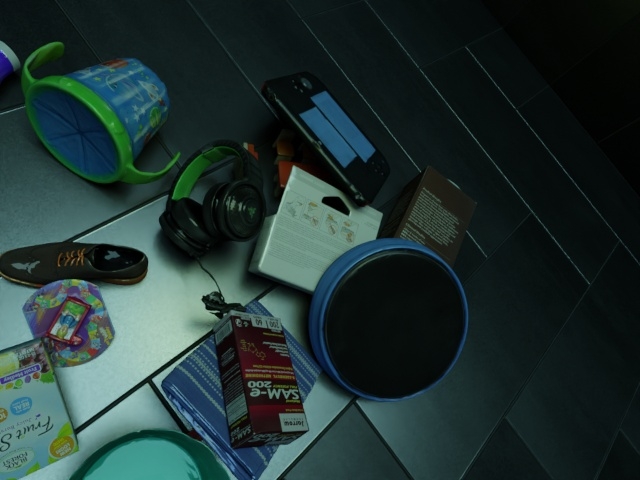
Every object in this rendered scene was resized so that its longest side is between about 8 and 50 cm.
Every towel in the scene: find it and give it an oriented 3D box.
[{"bbox_3d":[-0.140,0.282,0.895,0.243,0.040,0.336,47,29,1],"label":"towel"}]

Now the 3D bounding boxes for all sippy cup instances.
[{"bbox_3d":[-0.460,-0.281,0.964,0.239,0.306,0.224,6,43,25],"label":"sippy cup"}]

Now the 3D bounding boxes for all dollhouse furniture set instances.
[{"bbox_3d":[-0.088,-0.167,1.130,0.259,0.135,0.262,3,68,-25],"label":"dollhouse furniture set"}]

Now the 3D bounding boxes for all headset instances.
[{"bbox_3d":[-0.221,-0.032,0.969,0.185,0.243,0.395,36,42,-52],"label":"headset"}]

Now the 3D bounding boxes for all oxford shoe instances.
[{"bbox_3d":[-0.487,0.036,0.875,0.271,0.098,0.097,-1,69,-26],"label":"oxford shoe"}]

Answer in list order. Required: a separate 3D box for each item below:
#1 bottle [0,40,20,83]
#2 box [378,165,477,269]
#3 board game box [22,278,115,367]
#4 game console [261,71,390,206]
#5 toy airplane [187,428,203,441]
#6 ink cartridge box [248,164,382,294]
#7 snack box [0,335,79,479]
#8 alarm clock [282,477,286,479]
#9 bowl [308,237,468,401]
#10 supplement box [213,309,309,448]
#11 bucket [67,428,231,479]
[{"bbox_3d":[-0.760,-0.316,0.897,0.118,0.092,0.283,39,58,-4],"label":"bottle"},{"bbox_3d":[0.281,-0.007,1.239,0.191,0.143,0.381,36,60,-7],"label":"box"},{"bbox_3d":[-0.477,0.158,0.835,0.133,0.033,0.169,-20,97,-23],"label":"board game box"},{"bbox_3d":[0.037,-0.287,1.183,0.386,0.060,0.342,48,26,-6],"label":"game console"},{"bbox_3d":[-0.214,0.348,0.914,0.151,0.028,0.151,9,66,-21],"label":"toy airplane"},{"bbox_3d":[0.000,0.000,1.079,0.296,0.066,0.261,25,73,-29],"label":"ink cartridge box"},{"bbox_3d":[-0.528,0.291,0.732,0.174,0.070,0.207,-19,98,-30],"label":"snack box"},{"bbox_3d":[-0.024,0.558,0.867,0.064,0.129,0.192,-24,52,-29],"label":"alarm clock"},{"bbox_3d":[0.168,0.191,1.033,0.390,0.077,0.392,-1,95,-13],"label":"bowl"},{"bbox_3d":[-0.118,0.259,0.838,0.130,0.073,0.240,18,40,-42],"label":"supplement box"},{"bbox_3d":[-0.298,0.456,0.738,0.281,0.183,0.281,10,65,-22],"label":"bucket"}]
